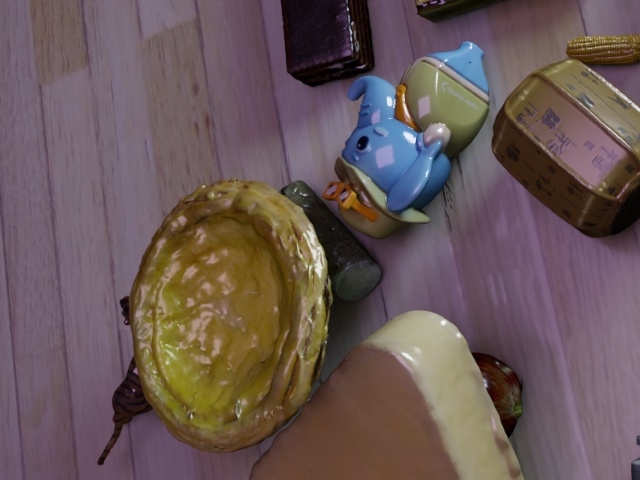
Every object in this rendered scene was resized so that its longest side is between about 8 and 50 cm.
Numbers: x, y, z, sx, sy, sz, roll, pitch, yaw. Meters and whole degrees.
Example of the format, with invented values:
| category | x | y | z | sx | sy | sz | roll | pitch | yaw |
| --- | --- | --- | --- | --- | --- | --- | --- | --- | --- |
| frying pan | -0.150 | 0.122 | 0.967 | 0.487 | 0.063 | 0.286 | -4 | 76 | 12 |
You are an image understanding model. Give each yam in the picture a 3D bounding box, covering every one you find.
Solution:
| category | x | y | z | sx | sy | sz | roll | pitch | yaw |
| --- | --- | --- | --- | --- | --- | --- | --- | --- | --- |
| yam | 0.000 | 0.000 | 1.330 | 0.078 | 0.078 | 0.179 | -48 | 63 | 15 |

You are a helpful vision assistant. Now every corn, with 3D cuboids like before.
| category | x | y | z | sx | sy | sz | roll | pitch | yaw |
| --- | --- | --- | --- | --- | --- | --- | --- | --- | --- |
| corn | 0.339 | -0.227 | 1.196 | 0.092 | 0.037 | 0.037 | 9 | 86 | 31 |

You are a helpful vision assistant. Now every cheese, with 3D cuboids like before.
| category | x | y | z | sx | sy | sz | roll | pitch | yaw |
| --- | --- | --- | --- | --- | --- | --- | --- | --- | --- |
| cheese | 0.113 | 0.304 | 1.145 | 0.384 | 0.104 | 0.384 | 18 | 123 | 31 |

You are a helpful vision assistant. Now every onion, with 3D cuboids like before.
| category | x | y | z | sx | sy | sz | roll | pitch | yaw |
| --- | --- | --- | --- | --- | --- | --- | --- | --- | --- |
| onion | 0.179 | 0.190 | 1.182 | 0.118 | 0.118 | 0.117 | -10 | 82 | 28 |

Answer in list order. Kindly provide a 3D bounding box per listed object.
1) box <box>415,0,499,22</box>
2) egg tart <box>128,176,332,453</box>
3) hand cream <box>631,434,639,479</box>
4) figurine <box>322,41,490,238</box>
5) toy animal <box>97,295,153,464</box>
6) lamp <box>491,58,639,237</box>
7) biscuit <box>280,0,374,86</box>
| category | x | y | z | sx | sy | sz | roll | pitch | yaw |
| --- | --- | --- | --- | --- | --- | --- | --- | --- | --- |
| box | 0.229 | -0.383 | 1.265 | 0.240 | 0.071 | 0.159 | -13 | 77 | 27 |
| egg tart | -0.099 | 0.094 | 1.291 | 0.345 | 0.132 | 0.345 | -5 | 82 | 39 |
| hand cream | 0.375 | 0.338 | 1.082 | 0.088 | 0.055 | 0.256 | -7 | 85 | 33 |
| figurine | 0.106 | -0.126 | 1.266 | 0.180 | 0.154 | 0.262 | 15 | 72 | 39 |
| toy animal | -0.256 | 0.214 | 1.419 | 0.114 | 0.116 | 0.255 | 26 | 96 | 32 |
| lamp | 0.295 | -0.103 | 1.135 | 0.185 | 0.161 | 0.161 | 46 | 105 | 23 |
| biscuit | -0.004 | -0.409 | 1.401 | 0.107 | 0.073 | 0.388 | -11 | 76 | 27 |
